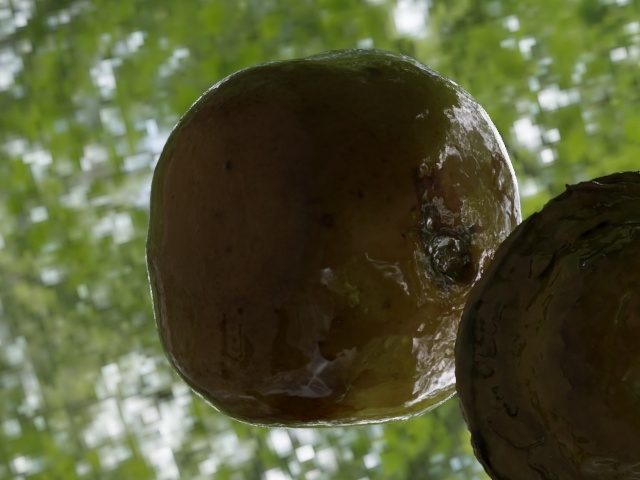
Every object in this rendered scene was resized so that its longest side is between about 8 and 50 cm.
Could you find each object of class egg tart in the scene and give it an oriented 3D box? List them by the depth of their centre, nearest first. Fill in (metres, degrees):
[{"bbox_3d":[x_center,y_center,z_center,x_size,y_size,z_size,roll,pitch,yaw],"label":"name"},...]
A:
[{"bbox_3d":[0.237,0.083,1.367,0.116,0.294,0.295,113,-46,-73],"label":"egg tart"}]

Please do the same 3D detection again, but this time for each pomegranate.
[{"bbox_3d":[0.000,0.000,2.025,0.416,0.416,0.417,25,-57,46],"label":"pomegranate"}]
